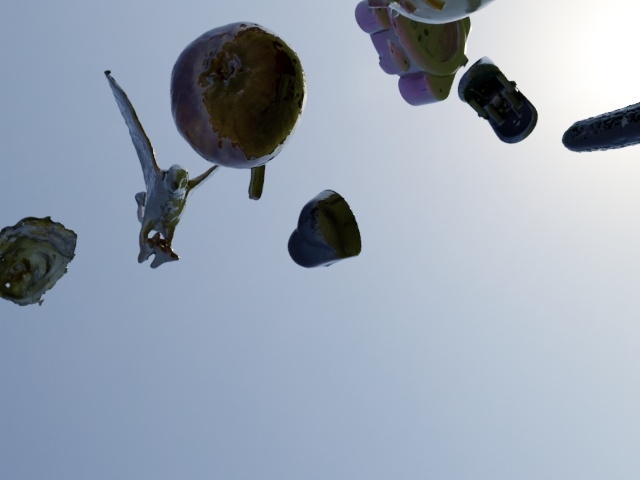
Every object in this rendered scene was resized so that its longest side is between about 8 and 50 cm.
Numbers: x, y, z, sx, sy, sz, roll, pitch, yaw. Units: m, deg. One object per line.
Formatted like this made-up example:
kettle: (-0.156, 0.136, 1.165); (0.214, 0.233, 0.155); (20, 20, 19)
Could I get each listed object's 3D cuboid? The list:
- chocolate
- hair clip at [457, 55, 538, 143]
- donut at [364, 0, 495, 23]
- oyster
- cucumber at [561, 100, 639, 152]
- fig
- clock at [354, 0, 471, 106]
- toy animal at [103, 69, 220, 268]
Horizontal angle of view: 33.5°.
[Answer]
chocolate: (0.000, 0.000, 1.816); (0.080, 0.125, 0.148); (-20, -35, -54)
hair clip: (0.175, -0.165, 1.091); (0.083, 0.048, 0.275); (41, -162, -7)
donut: (0.182, -0.387, 1.149); (0.142, 0.383, 0.382); (38, -134, -20)
oyster: (-0.377, 0.027, 1.378); (0.105, 0.177, 0.056); (2, -132, -22)
cucumber: (0.521, -0.195, 1.875); (0.074, 0.241, 0.074); (4, -98, -30)
fig: (-0.092, -0.161, 1.285); (0.207, 0.175, 0.175); (51, -142, -71)
clock: (0.168, -0.391, 1.916); (0.248, 0.090, 0.227); (43, -125, -36)
toy animal: (-0.251, -0.063, 1.602); (0.302, 0.225, 0.284); (-90, 18, -44)
